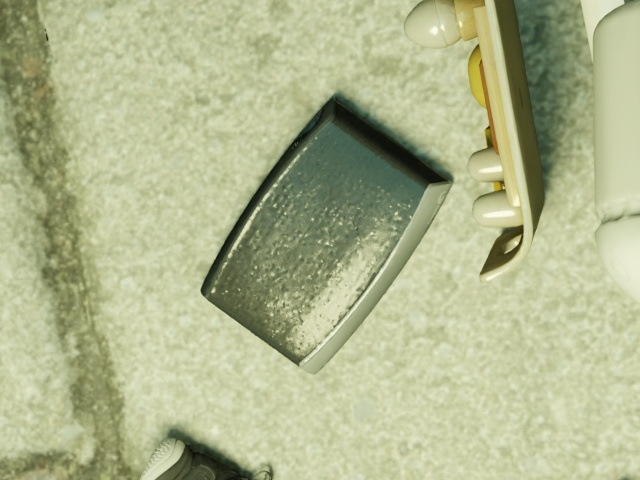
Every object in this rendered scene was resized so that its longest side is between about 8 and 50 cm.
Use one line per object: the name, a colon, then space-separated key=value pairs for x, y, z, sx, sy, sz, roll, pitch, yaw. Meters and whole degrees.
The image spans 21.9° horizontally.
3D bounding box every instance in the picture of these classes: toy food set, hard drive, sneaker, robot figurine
toy food set: x=0.146 y=-0.128 z=1.566 sx=0.092 sy=0.220 sz=0.306 roll=-9 pitch=97 yaw=12
hard drive: x=0.000 y=0.000 z=1.699 sx=0.172 sy=0.054 sz=0.255 roll=36 pitch=104 yaw=4
sneaker: x=-0.134 y=0.350 z=1.726 sx=0.153 sy=0.101 sz=0.269 roll=13 pitch=75 yaw=4
robot figurine: x=0.334 y=-0.082 z=1.402 sx=0.199 sy=0.300 sz=0.353 roll=5 pitch=81 yaw=-25

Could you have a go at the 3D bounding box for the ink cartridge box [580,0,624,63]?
ink cartridge box: x=0.343 y=-0.256 z=1.560 sx=0.198 sy=0.115 sz=0.273 roll=-10 pitch=97 yaw=12
